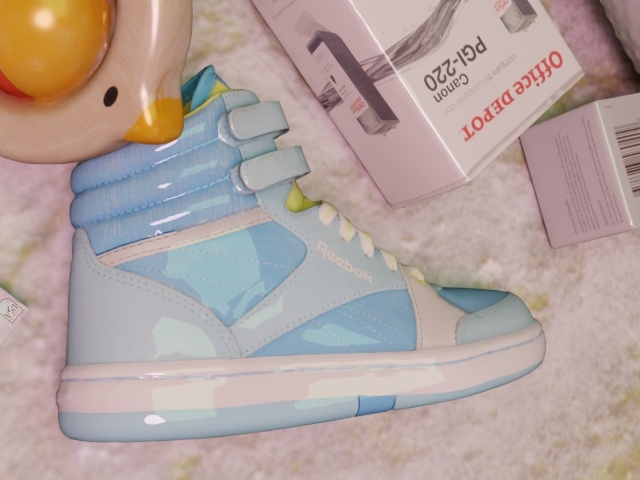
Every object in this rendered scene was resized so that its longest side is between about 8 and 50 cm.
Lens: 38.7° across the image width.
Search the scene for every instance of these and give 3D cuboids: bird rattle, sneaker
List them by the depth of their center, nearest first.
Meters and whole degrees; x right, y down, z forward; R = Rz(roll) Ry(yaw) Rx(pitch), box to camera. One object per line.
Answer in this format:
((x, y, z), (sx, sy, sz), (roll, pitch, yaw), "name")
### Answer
((-0.150, -0.140, 0.445), (0.253, 0.143, 0.207), (1, 99, 12), "bird rattle")
((0.000, 0.000, 0.548), (0.319, 0.127, 0.208), (-2, 82, -32), "sneaker")

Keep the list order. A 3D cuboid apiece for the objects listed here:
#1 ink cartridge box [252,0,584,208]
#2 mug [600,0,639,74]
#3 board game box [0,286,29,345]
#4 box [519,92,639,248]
((0.063, -0.155, 0.640), (0.158, 0.092, 0.218), (-41, 103, -31), "ink cartridge box")
((0.382, -0.191, 0.688), (0.276, 0.374, 0.328), (-43, 99, 12), "mug")
((-0.215, 0.044, 0.469), (0.090, 0.020, 0.090), (42, 61, -18), "board game box")
((0.231, -0.057, 0.720), (0.102, 0.087, 0.101), (-14, 87, -33), "box")
